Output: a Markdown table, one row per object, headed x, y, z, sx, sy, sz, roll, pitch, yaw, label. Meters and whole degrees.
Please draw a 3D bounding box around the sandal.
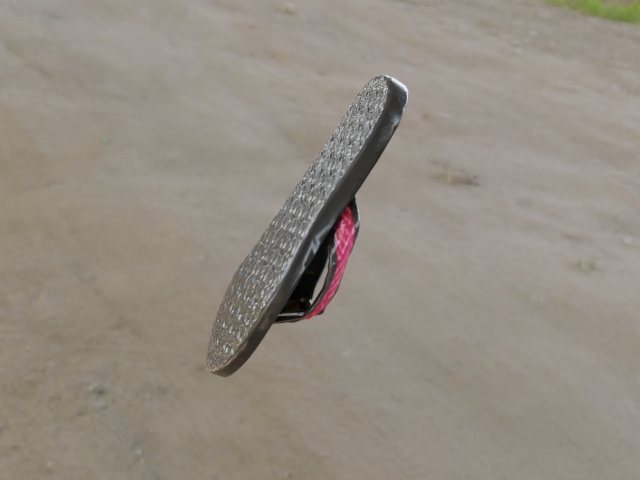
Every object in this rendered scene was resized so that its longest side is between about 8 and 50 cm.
| x | y | z | sx | sy | sz | roll | pitch | yaw | label |
| --- | --- | --- | --- | --- | --- | --- | --- | --- | --- |
| 0.000 | 0.000 | 0.615 | 0.040 | 0.179 | 0.067 | 32 | 4 | -22 | sandal |
